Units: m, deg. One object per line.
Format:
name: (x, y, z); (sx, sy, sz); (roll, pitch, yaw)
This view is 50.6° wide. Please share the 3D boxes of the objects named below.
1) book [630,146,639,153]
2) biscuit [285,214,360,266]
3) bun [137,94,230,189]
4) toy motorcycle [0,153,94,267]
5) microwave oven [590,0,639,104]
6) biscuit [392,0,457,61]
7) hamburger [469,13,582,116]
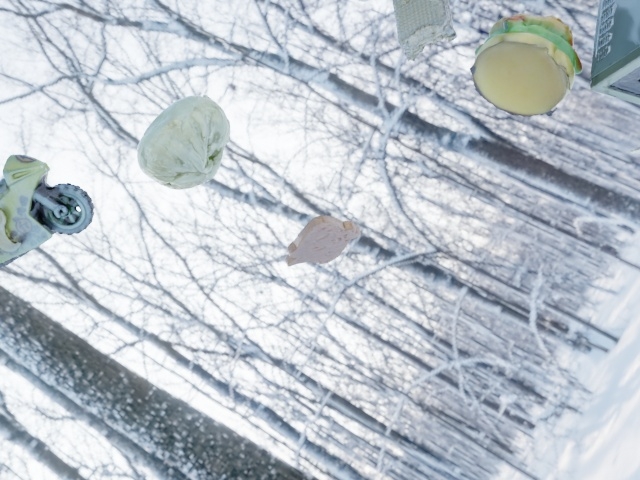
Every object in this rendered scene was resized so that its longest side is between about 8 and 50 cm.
book: (0.598, -0.188, 1.083); (0.182, 0.014, 0.127); (-30, 0, 8)
biscuit: (0.000, 0.000, 1.496); (0.183, 0.043, 0.280); (-25, -21, -2)
bun: (-0.321, -0.225, 1.653); (0.259, 0.160, 0.259); (-38, -20, -17)
toy motorcycle: (-0.759, -0.050, 1.630); (0.410, 0.237, 0.168); (-30, 13, 6)
microwave oven: (0.771, -0.407, 1.400); (0.218, 0.355, 0.286); (138, 144, -72)
biscuit: (0.200, -0.472, 1.345); (0.062, 0.108, 0.238); (32, -135, -46)
hamburger: (0.455, -0.400, 1.488); (0.148, 0.237, 0.237); (-61, -18, -25)
